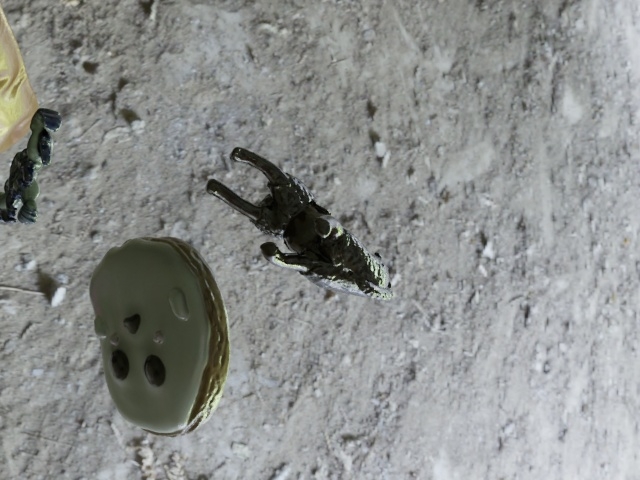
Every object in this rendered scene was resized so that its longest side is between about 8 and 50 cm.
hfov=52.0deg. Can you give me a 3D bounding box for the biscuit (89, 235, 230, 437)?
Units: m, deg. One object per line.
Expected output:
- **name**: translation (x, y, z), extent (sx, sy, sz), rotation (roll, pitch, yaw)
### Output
- **biscuit**: translation (-0.170, 0.095, 0.661), extent (0.049, 0.181, 0.208), rotation (2, 74, -52)

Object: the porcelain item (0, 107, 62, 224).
- **porcelain item**: translation (-0.255, -0.044, 0.569), extent (0.021, 0.136, 0.075), rotation (10, 45, -42)

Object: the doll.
- **doll**: translation (0.000, 0.000, 0.542), extent (0.057, 0.139, 0.165), rotation (-52, 139, 6)

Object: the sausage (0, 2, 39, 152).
- **sausage**: translation (-0.376, -0.177, 0.669), extent (0.136, 0.120, 0.241), rotation (-37, 158, -31)
